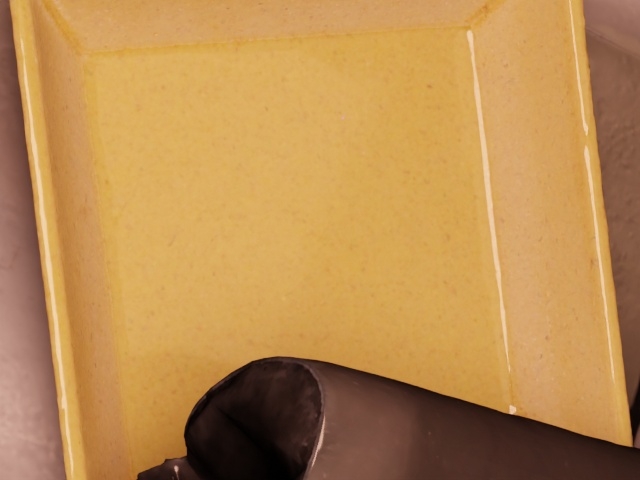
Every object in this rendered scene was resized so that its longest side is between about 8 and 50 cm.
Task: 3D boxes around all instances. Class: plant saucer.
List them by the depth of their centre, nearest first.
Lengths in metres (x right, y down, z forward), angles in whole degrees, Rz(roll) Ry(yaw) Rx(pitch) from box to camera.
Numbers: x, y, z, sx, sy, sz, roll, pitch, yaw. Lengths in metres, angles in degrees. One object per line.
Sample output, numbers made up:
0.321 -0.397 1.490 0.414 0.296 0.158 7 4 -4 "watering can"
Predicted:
0.000 0.000 0.887 0.333 0.081 0.332 -7 90 -20 "plant saucer"

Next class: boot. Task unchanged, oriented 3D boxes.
0.149 0.117 0.788 0.445 0.146 0.367 18 115 -30 "boot"
